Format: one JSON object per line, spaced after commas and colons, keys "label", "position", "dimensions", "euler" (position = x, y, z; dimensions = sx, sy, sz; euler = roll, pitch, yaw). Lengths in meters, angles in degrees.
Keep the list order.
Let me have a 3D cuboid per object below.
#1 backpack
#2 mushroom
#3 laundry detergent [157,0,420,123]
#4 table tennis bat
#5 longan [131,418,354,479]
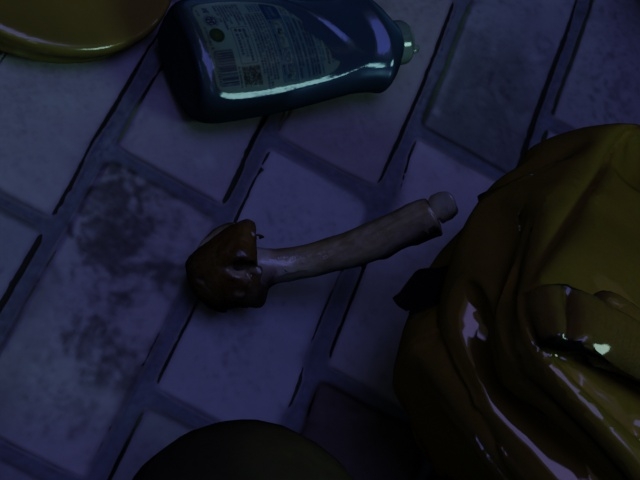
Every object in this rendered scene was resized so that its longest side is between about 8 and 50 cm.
{"label": "backpack", "position": [0.226, 0.113, 0.947], "dimensions": [0.378, 0.201, 0.353], "euler": [49, 44, 3]}
{"label": "mushroom", "position": [0.000, 0.000, 0.966], "dimensions": [0.187, 0.060, 0.061], "euler": [-16, 59, 0]}
{"label": "laundry detergent", "position": [-0.014, -0.144, 1.081], "dimensions": [0.206, 0.061, 0.096], "euler": [-10, 64, -29]}
{"label": "table tennis bat", "position": [-0.257, -0.230, 1.031], "dimensions": [0.321, 0.050, 0.198], "euler": [14, 56, -20]}
{"label": "longan", "position": [-0.041, 0.193, 0.810], "dimensions": [0.189, 0.189, 0.189], "euler": [11, 58, -18]}
